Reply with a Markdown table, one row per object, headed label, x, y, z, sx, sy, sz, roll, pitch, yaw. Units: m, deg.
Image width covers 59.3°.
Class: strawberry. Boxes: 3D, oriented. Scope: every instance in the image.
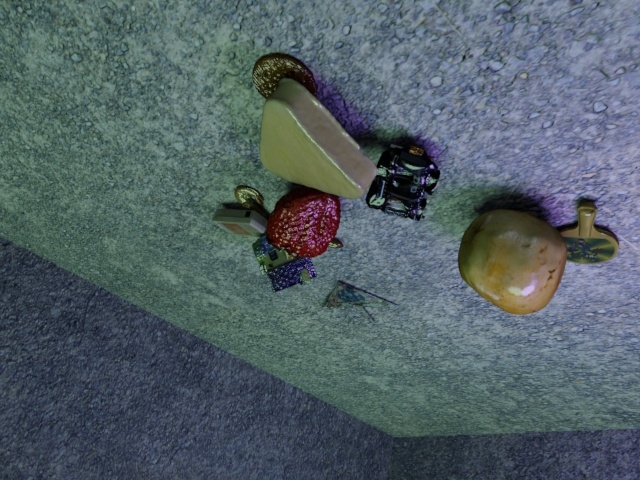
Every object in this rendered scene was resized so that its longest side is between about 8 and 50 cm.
| label | x | y | z | sx | sy | sz | roll | pitch | yaw |
| --- | --- | --- | --- | --- | --- | --- | --- | --- | --- |
| strawberry | -0.042 | -0.073 | 1.903 | 0.239 | 0.250 | 0.288 | 34 | 121 | -13 |

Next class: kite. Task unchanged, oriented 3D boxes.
| label | x | y | z | sx | sy | sz | roll | pitch | yaw |
| --- | --- | --- | --- | --- | --- | --- | --- | --- | --- |
| kite | 0.161 | 0.281 | 2.552 | 0.406 | 0.014 | 0.368 | -4 | 143 | 32 |

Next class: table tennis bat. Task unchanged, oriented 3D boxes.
| label | x | y | z | sx | sy | sz | roll | pitch | yaw |
| --- | --- | --- | --- | --- | --- | --- | --- | --- | --- |
| table tennis bat | 0.807 | -0.014 | 1.716 | 0.198 | 0.050 | 0.321 | 5 | 151 | 24 |

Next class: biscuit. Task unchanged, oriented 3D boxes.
| label | x | y | z | sx | sy | sz | roll | pitch | yaw |
| --- | --- | --- | --- | --- | --- | --- | --- | --- | --- |
| biscuit | -0.101 | -0.433 | 1.551 | 0.188 | 0.027 | 0.188 | 14 | 149 | 9 |

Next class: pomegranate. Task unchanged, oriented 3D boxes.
| label | x | y | z | sx | sy | sz | roll | pitch | yaw |
| --- | --- | --- | --- | --- | --- | --- | --- | --- | --- |
| pomegranate | 0.586 | 0.056 | 1.688 | 0.333 | 0.332 | 0.332 | 14 | 149 | 9 |

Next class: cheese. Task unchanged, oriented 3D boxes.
| label | x | y | z | sx | sy | sz | roll | pitch | yaw |
| --- | --- | --- | --- | --- | --- | --- | --- | --- | --- |
| cheese | -0.047 | -0.288 | 1.580 | 0.384 | 0.104 | 0.384 | 29 | 157 | 14 |

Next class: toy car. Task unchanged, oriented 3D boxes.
| label | x | y | z | sx | sy | sz | roll | pitch | yaw |
| --- | --- | --- | --- | --- | --- | --- | --- | --- | --- |
| toy car | 0.253 | -0.173 | 1.682 | 0.193 | 0.118 | 0.301 | 22 | 149 | 6 |

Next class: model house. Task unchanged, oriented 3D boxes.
| label | x | y | z | sx | sy | sz | roll | pitch | yaw |
| --- | --- | --- | --- | --- | --- | --- | --- | --- | --- |
| model house | -0.135 | 0.084 | 2.128 | 0.194 | 0.211 | 0.170 | -21 | 156 | -8 |

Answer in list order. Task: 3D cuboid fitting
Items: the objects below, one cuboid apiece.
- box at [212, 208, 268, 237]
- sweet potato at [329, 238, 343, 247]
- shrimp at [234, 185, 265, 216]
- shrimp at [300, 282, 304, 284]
| label | x | y | z | sx | sy | sz | roll | pitch | yaw |
| --- | --- | --- | --- | --- | --- | --- | --- | --- | --- |
| box | -0.295 | -0.066 | 2.157 | 0.201 | 0.058 | 0.141 | 6 | 160 | 34 |
| sweet potato | 0.000 | 0.001 | 2.158 | 0.182 | 0.054 | 0.053 | 19 | 155 | -4 |
| shrimp | -0.247 | -0.147 | 2.082 | 0.095 | 0.045 | 0.162 | -34 | 119 | 27 |
| shrimp | -0.141 | 0.076 | 2.346 | 0.117 | 0.066 | 0.262 | 10 | 136 | 43 |
